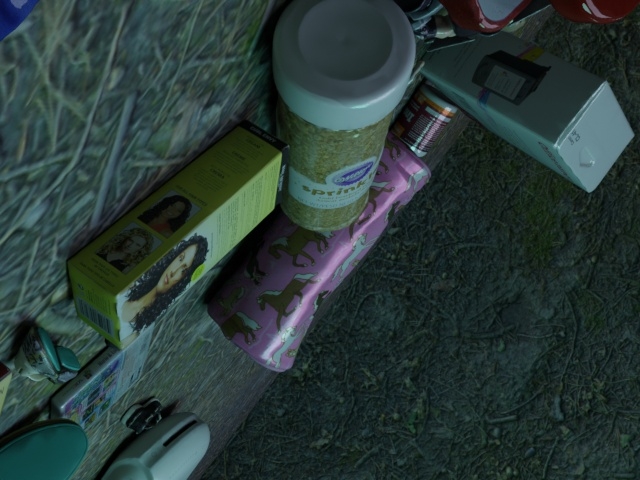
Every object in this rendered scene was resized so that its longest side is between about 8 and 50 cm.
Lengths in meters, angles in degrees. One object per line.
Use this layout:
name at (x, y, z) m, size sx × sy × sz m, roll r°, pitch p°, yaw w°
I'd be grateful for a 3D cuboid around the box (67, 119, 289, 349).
box at (-0.120, -0.012, 0.671) m, size 0.232 × 0.058 × 0.087 m, roll -47°, pitch 162°, yaw -35°

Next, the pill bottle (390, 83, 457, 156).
pill bottle at (0.190, -0.219, 1.425) m, size 0.152 × 0.086 × 0.086 m, roll -56°, pitch 171°, yaw 22°

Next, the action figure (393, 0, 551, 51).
action figure at (0.161, -0.284, 0.810) m, size 0.185 × 0.099 × 0.285 m, roll -28°, pitch 170°, yaw 23°

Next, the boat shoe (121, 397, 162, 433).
boat shoe at (-0.270, 0.275, 1.147) m, size 0.046 × 0.038 × 0.125 m, roll -52°, pitch 172°, yaw -5°

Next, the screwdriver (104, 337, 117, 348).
screwdriver at (-0.189, 0.051, 0.718) m, size 0.025 × 0.024 × 0.170 m, roll -85°, pitch -164°, yaw -45°

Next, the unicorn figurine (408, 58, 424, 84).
unicorn figurine at (0.089, -0.210, 1.005) m, size 0.111 × 0.060 × 0.162 m, roll -54°, pitch 171°, yaw 5°

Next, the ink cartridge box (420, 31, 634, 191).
ink cartridge box at (0.345, -0.236, 1.239) m, size 0.131 × 0.306 × 0.226 m, roll -55°, pitch 144°, yaw 7°

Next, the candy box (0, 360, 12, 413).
candy box at (-0.305, 0.191, 0.436) m, size 0.183 × 0.087 × 0.316 m, roll -42°, pitch 166°, yaw -52°

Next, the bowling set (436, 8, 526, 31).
bowling set at (0.261, -0.341, 0.964) m, size 0.154 × 0.200 × 0.287 m, roll -52°, pitch 168°, yaw 5°

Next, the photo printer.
photo printer at (-0.330, 0.454, 1.326) m, size 0.307 × 0.107 × 0.256 m, roll -54°, pitch 172°, yaw 12°

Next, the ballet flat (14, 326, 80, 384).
ballet flat at (-0.237, 0.103, 0.626) m, size 0.041 × 0.041 × 0.114 m, roll -50°, pitch 170°, yaw -17°

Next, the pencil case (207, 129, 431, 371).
pencil case at (0.000, 0.000, 1.071) m, size 0.386 × 0.160 × 0.167 m, roll -54°, pitch -159°, yaw 5°

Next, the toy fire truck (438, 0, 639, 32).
toy fire truck at (0.181, -0.323, 0.569) m, size 0.302 × 0.169 × 0.254 m, roll -42°, pitch 125°, yaw -13°

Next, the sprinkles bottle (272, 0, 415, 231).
sprinkles bottle at (0.012, -0.116, 0.772) m, size 0.121 × 0.121 × 0.355 m, roll -50°, pitch 172°, yaw -15°

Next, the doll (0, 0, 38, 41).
doll at (-0.097, -0.147, 0.301) m, size 0.189 × 0.046 × 0.129 m, roll -56°, pitch 164°, yaw -23°

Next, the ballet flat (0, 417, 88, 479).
ballet flat at (-0.324, 0.247, 0.696) m, size 0.073 × 0.080 × 0.232 m, roll -24°, pitch -173°, yaw 35°

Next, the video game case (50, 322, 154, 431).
video game case at (-0.257, 0.172, 0.860) m, size 0.143 × 0.019 × 0.157 m, roll -45°, pitch 170°, yaw -39°
